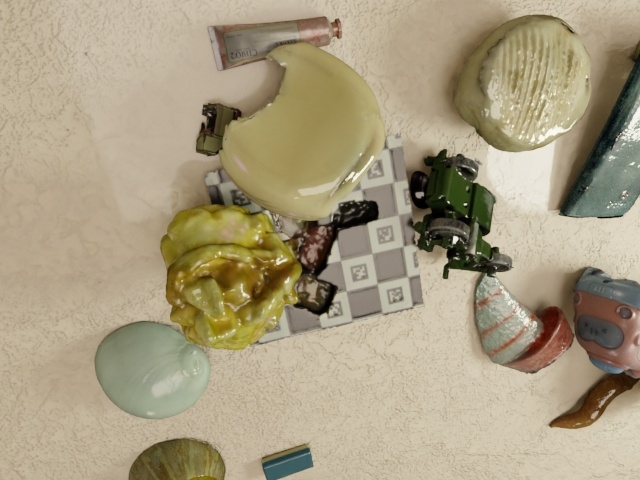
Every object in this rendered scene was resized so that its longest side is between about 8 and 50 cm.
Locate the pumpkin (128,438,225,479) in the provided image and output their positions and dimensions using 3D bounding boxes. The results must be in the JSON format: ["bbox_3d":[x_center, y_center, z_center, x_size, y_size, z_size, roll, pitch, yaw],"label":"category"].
[{"bbox_3d":[-0.314,0.555,1.007,0.218,0.110,0.217,-6,110,-18],"label":"pumpkin"}]

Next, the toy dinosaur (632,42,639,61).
[{"bbox_3d":[0.689,-0.448,0.879,0.252,0.072,0.199,17,99,-12],"label":"toy dinosaur"}]

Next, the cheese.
[{"bbox_3d":[-0.029,-0.169,0.734,0.233,0.127,0.266,41,85,-4],"label":"cheese"}]

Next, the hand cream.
[{"bbox_3d":[-0.070,-0.327,0.730,0.210,0.043,0.067,-12,115,-4],"label":"hand cream"}]

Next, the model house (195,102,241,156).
[{"bbox_3d":[-0.168,-0.182,0.760,0.058,0.057,0.083,5,92,-45],"label":"model house"}]

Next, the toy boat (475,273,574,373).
[{"bbox_3d":[0.450,0.190,1.076,0.282,0.096,0.206,42,107,-17],"label":"toy boat"}]

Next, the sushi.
[{"bbox_3d":[0.000,0.000,0.869,0.360,0.064,0.342,-13,104,-4],"label":"sushi"}]

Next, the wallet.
[{"bbox_3d":[0.652,-0.208,0.928,0.191,0.046,0.378,0,126,-14],"label":"wallet"}]

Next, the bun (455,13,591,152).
[{"bbox_3d":[0.360,-0.274,0.813,0.239,0.141,0.239,-4,107,-12],"label":"bun"}]

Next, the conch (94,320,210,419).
[{"bbox_3d":[-0.326,0.251,0.876,0.221,0.121,0.184,7,81,-13],"label":"conch"}]

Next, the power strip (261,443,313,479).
[{"bbox_3d":[-0.078,0.540,1.100,0.123,0.032,0.056,-14,116,-9],"label":"power strip"}]

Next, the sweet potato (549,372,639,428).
[{"bbox_3d":[0.786,0.465,1.290,0.067,0.059,0.281,42,96,-17],"label":"sweet potato"}]

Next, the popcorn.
[{"bbox_3d":[-0.137,0.057,0.707,0.212,0.259,0.259,-16,116,-21],"label":"popcorn"}]

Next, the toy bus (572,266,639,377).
[{"bbox_3d":[0.734,0.205,1.061,0.294,0.197,0.231,15,93,-23],"label":"toy bus"}]

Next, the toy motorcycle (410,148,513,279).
[{"bbox_3d":[0.278,-0.043,0.894,0.275,0.127,0.205,29,66,-39],"label":"toy motorcycle"}]
